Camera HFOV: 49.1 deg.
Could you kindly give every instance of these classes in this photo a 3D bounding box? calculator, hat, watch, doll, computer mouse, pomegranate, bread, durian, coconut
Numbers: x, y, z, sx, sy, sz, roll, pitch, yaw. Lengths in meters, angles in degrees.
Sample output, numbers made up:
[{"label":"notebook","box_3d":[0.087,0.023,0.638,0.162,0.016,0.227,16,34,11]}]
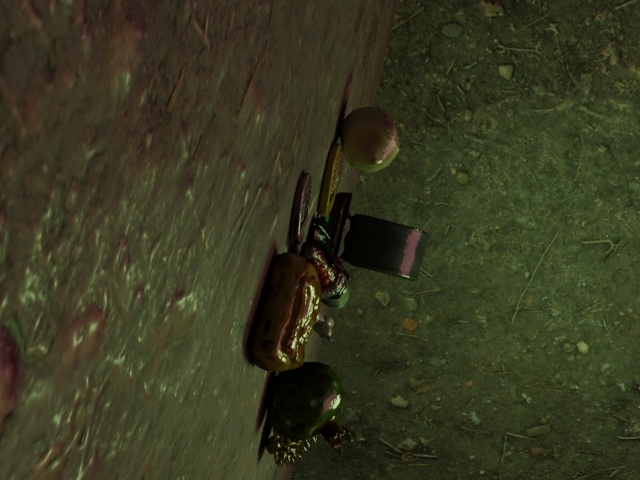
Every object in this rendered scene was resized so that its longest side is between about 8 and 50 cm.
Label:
[{"label":"calculator","box_3d":[-0.040,-0.063,1.442,0.103,0.024,0.166,-70,170,-54]},{"label":"hat","box_3d":[-0.014,0.042,1.546,0.227,0.128,0.140,72,-1,-67]},{"label":"watch","box_3d":[0.161,0.017,2.163,0.335,0.326,0.314,42,62,-84]},{"label":"doll","box_3d":[-0.023,0.189,1.796,0.059,0.161,0.160,-36,-171,4]},{"label":"computer mouse","box_3d":[0.000,0.000,1.858,0.172,0.057,0.099,86,20,-64]},{"label":"pomegranate","box_3d":[-0.021,0.423,1.776,0.211,0.263,0.211,-42,164,-15]},{"label":"bread","box_3d":[-0.060,0.151,1.352,0.235,0.099,0.211,91,14,-69]},{"label":"durian","box_3d":[-0.092,0.539,1.989,0.172,0.166,0.306,-44,160,-13]},{"label":"calculator","box_3d":[0.025,-0.148,1.890,0.146,0.032,0.235,-66,167,-64]},{"label":"coconut","box_3d":[0.138,-0.270,1.909,0.183,0.170,0.171,-108,-160,-46]}]

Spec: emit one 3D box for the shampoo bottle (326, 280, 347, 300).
[{"label":"shampoo bottle","box_3d":[0.011,0.119,1.884,0.078,0.134,0.359,-56,172,-6]}]
